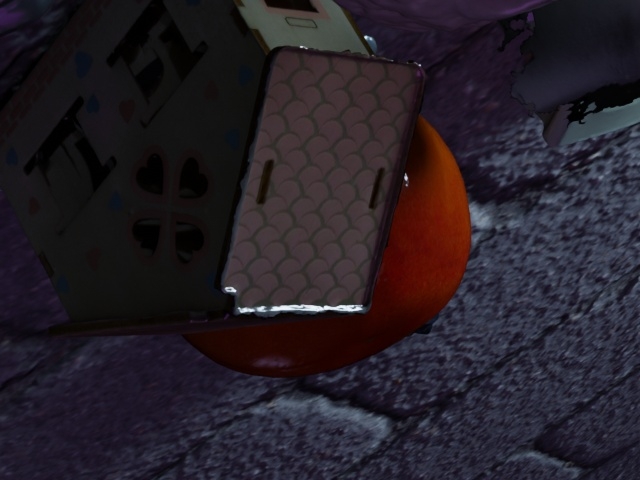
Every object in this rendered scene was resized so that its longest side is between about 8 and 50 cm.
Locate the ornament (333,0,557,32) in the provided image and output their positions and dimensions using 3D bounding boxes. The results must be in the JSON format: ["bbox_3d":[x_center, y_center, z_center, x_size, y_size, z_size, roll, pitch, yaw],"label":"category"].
[{"bbox_3d":[0.066,-0.224,0.837,0.259,0.225,0.259,-15,157,-7],"label":"ornament"}]

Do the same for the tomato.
[{"bbox_3d":[-0.003,0.003,1.264,0.260,0.180,0.260,-23,156,-10],"label":"tomato"}]

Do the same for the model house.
[{"bbox_3d":[-0.052,-0.058,1.029,0.169,0.244,0.326,5,137,-47],"label":"model house"}]

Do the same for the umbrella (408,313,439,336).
[{"bbox_3d":[0.006,0.062,1.520,0.224,0.080,0.071,-4,180,-36],"label":"umbrella"}]

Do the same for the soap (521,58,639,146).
[{"bbox_3d":[0.246,-0.168,1.332,0.119,0.066,0.198,-19,153,-24],"label":"soap"}]

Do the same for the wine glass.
[{"bbox_3d":[0.270,-0.192,1.131,0.321,0.143,0.143,-27,158,29],"label":"wine glass"}]

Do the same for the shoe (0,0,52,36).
[{"bbox_3d":[-0.247,-0.131,0.909,0.195,0.079,0.078,-17,118,-6],"label":"shoe"}]
